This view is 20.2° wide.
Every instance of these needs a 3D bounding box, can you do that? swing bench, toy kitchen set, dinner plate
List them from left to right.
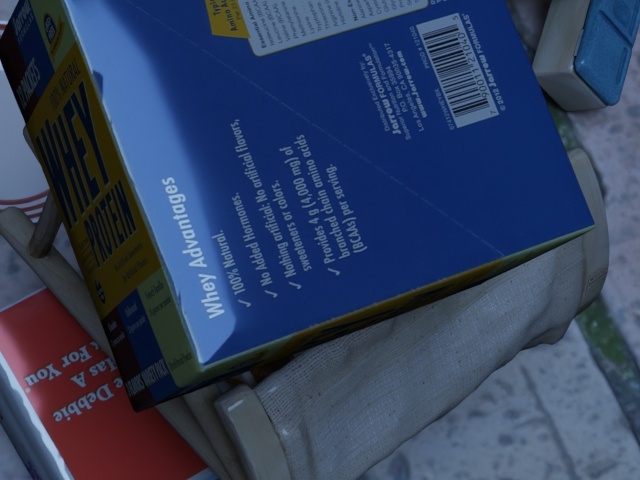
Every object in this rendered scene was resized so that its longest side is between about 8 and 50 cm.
[{"bbox_3d":[-0.202,-0.074,1.147,0.141,0.017,0.141,4,72,-14],"label":"dinner plate"},{"bbox_3d":[0.000,0.000,1.000,0.253,0.165,0.254,-36,85,-23],"label":"swing bench"},{"bbox_3d":[0.189,-0.191,1.160,0.207,0.166,0.122,37,62,-41],"label":"toy kitchen set"}]

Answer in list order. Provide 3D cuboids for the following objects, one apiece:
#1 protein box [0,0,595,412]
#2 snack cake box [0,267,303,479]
[{"bbox_3d":[-0.017,-0.052,0.849,0.201,0.136,0.199,-19,84,-21],"label":"protein box"},{"bbox_3d":[-0.064,0.064,1.099,0.264,0.089,0.152,-28,82,-21],"label":"snack cake box"}]
